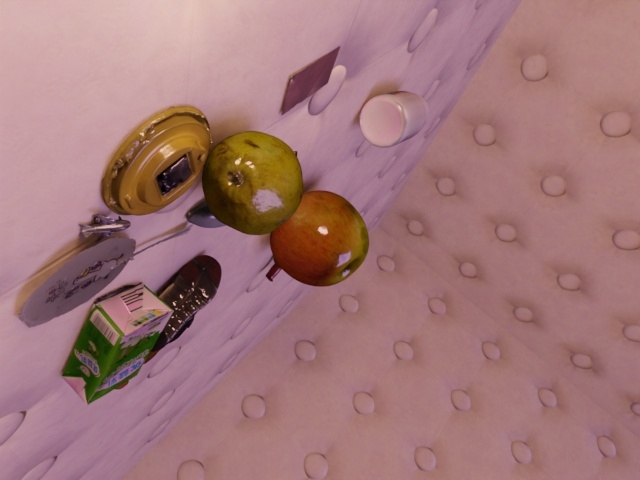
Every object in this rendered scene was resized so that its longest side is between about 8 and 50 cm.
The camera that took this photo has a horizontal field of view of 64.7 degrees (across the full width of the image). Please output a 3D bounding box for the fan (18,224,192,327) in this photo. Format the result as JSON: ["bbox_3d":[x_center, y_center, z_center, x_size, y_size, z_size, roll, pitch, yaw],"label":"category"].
[{"bbox_3d":[-0.393,0.043,0.998,0.233,0.012,0.415,-47,174,38],"label":"fan"}]

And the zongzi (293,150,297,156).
[{"bbox_3d":[-0.087,-0.188,1.355,0.083,0.073,0.067,-39,-176,-42],"label":"zongzi"}]

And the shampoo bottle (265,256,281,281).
[{"bbox_3d":[-0.130,0.060,2.017,0.244,0.085,0.085,-51,170,-2],"label":"shampoo bottle"}]

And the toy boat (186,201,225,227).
[{"bbox_3d":[-0.211,-0.086,1.214,0.261,0.085,0.078,-23,153,-44],"label":"toy boat"}]

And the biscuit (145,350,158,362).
[{"bbox_3d":[-0.464,0.270,1.493,0.290,0.041,0.208,-54,168,22],"label":"biscuit"}]

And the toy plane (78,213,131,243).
[{"bbox_3d":[-0.367,-0.024,0.861,0.083,0.031,0.078,-18,154,-33],"label":"toy plane"}]

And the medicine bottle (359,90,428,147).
[{"bbox_3d":[0.259,-0.418,1.710,0.293,0.170,0.170,-36,163,-54],"label":"medicine bottle"}]

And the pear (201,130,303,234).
[{"bbox_3d":[-0.137,-0.116,1.028,0.212,0.212,0.269,-50,180,2],"label":"pear"}]

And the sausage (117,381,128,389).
[{"bbox_3d":[-0.563,0.366,1.368,0.065,0.065,0.169,-45,168,-23],"label":"sausage"}]

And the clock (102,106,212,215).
[{"bbox_3d":[-0.267,-0.123,0.881,0.237,0.057,0.237,-47,168,-13],"label":"clock"}]

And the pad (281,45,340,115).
[{"bbox_3d":[-0.023,-0.368,1.164,0.188,0.006,0.113,-44,167,-34],"label":"pad"}]

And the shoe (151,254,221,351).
[{"bbox_3d":[-0.363,0.172,1.346,0.291,0.114,0.137,-51,176,-16],"label":"shoe"}]

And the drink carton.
[{"bbox_3d":[-0.466,0.232,1.165,0.271,0.108,0.161,-54,166,28],"label":"drink carton"}]

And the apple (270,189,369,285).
[{"bbox_3d":[0.000,0.000,1.752,0.339,0.340,0.339,-48,169,-12],"label":"apple"}]
